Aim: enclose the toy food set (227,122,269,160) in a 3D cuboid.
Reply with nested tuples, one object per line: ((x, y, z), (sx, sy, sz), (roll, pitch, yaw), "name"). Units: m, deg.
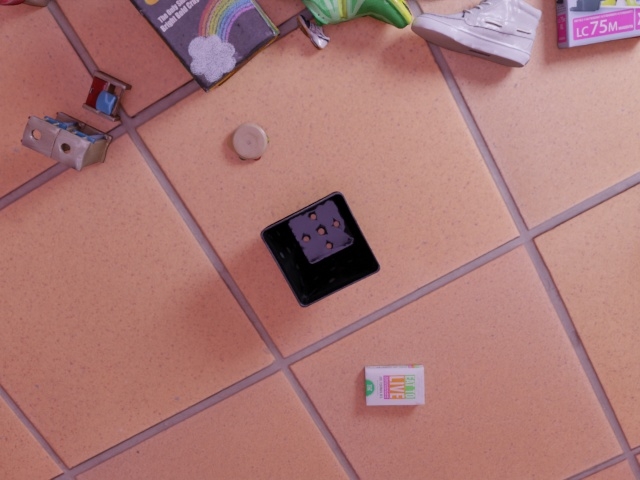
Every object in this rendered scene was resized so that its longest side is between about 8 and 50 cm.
((-0.156, -0.216, 1.204), (0.082, 0.020, 0.083), (41, 101, -10), "toy food set")

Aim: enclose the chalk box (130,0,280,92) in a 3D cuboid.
((-0.234, -0.458, 1.045), (0.180, 0.179, 0.289), (-35, 107, 10), "chalk box")

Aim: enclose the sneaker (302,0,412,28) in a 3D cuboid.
((0.042, -0.484, 1.099), (0.295, 0.109, 0.124), (20, 120, -2), "sneaker")

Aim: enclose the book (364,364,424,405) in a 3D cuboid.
((0.183, 0.357, 1.357), (0.144, 0.035, 0.097), (-3, 102, 2), "book")

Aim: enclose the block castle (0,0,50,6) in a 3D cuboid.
((-0.472, -0.660, 0.985), (0.452, 0.213, 0.303), (-27, 103, 8), "block castle")

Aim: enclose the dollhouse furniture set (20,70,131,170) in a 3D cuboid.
((-0.504, -0.263, 1.136), (0.128, 0.129, 0.184), (25, 105, -6), "dollhouse furniture set")

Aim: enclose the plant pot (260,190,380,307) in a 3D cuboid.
((0.000, 0.000, 1.188), (0.187, 0.167, 0.188), (-27, 104, 7), "plant pot")

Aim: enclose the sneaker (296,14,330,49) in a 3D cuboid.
((-0.015, -0.439, 1.141), (0.037, 0.032, 0.083), (-43, 106, -3), "sneaker")

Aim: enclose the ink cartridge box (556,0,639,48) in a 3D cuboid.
((0.567, -0.557, 1.088), (0.185, 0.065, 0.312), (-9, 103, 2), "ink cartridge box")

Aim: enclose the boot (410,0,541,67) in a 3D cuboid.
((0.317, -0.447, 1.111), (0.258, 0.095, 0.124), (13, 99, -12), "boot")
